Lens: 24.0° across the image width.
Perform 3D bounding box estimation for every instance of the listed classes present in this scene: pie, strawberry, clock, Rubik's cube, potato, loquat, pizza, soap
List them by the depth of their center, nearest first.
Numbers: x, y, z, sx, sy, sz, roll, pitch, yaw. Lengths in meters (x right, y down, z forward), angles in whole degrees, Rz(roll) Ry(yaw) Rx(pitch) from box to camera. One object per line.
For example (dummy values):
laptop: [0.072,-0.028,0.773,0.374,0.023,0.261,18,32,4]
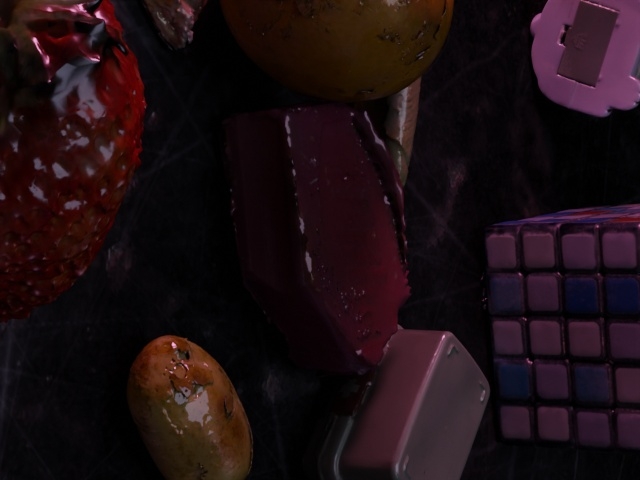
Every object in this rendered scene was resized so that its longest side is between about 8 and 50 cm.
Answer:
strawberry: [-0.257,-0.067,1.167,0.238,0.250,0.288,-92,-179,-54]
potato: [-0.121,0.167,1.421,0.107,0.080,0.170,-34,116,-34]
pizza: [-0.142,-0.280,1.443,0.185,0.052,0.195,-14,99,-48]
loquat: [0.018,-0.251,1.482,0.235,0.235,0.235,4,85,-51]
soap: [0.000,0.000,1.560,0.182,0.112,0.289,-14,100,-48]
pie: [0.073,-0.182,1.640,0.068,0.128,0.282,3,94,-17]
Rubik's cube: [0.403,0.101,1.913,0.287,0.293,0.292,-12,95,-51]
clock: [0.414,-0.268,2.059,0.254,0.188,0.189,-11,97,-57]

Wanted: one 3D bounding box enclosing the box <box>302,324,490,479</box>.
box: [0.085,0.202,1.635,0.148,0.129,0.210,52,50,-38]
